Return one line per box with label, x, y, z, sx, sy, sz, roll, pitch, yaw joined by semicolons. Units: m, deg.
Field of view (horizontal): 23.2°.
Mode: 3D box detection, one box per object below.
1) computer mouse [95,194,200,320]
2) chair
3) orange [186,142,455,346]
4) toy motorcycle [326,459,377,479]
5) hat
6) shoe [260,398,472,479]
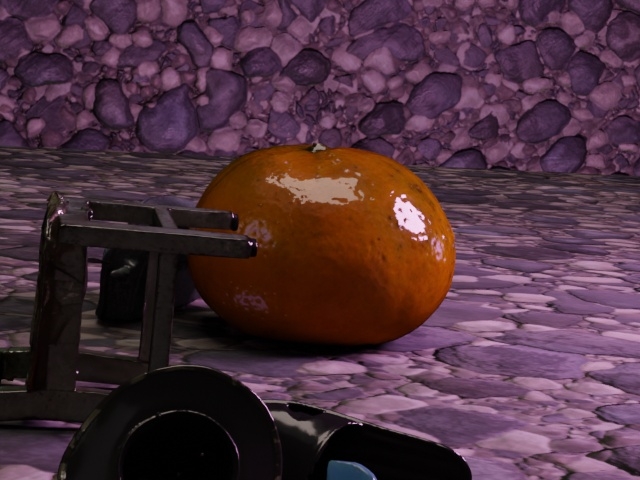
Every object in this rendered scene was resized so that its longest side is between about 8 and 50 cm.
computer mouse;-0.158;0.014;1.433;0.068;0.113;0.229;23;10;18
chair;-0.188;0.043;1.062;0.270;0.147;0.136;5;8;-9
orange;0.000;0.000;1.374;0.240;0.171;0.240;6;8;-1
toy motorcycle;-0.073;0.133;0.535;0.272;0.124;0.182;1;-8;18
hat;-0.080;0.126;0.826;0.121;0.121;0.050;3;-30;-10
shoe;0.005;0.128;0.865;0.159;0.062;0.053;9;11;5
